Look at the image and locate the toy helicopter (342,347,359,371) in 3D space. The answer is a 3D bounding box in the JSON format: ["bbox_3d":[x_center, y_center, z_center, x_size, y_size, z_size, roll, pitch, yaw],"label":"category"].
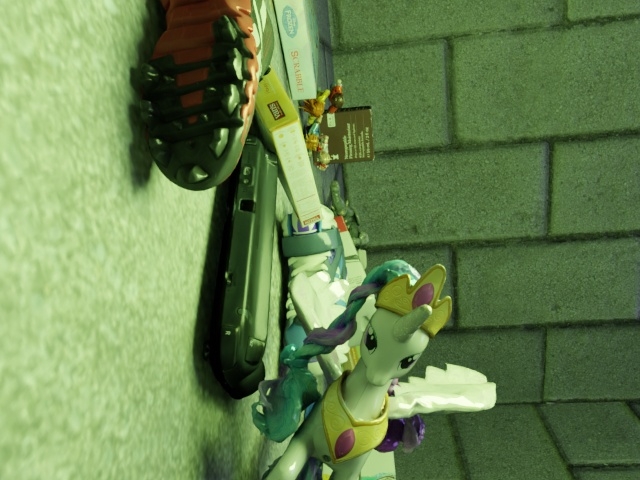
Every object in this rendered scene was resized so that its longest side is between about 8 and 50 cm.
[{"bbox_3d":[0.066,0.284,1.361,0.235,0.140,0.355,25,46,-57],"label":"toy helicopter"}]

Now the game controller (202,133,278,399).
[{"bbox_3d":[-0.092,0.025,0.585,0.166,0.067,0.319,103,-10,-57],"label":"game controller"}]

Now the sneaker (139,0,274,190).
[{"bbox_3d":[-0.094,-0.163,0.435,0.135,0.098,0.276,61,24,-70],"label":"sneaker"}]

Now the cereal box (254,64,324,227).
[{"bbox_3d":[-0.059,-0.151,0.726,0.240,0.047,0.173,74,-8,-60],"label":"cereal box"}]

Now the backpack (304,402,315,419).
[{"bbox_3d":[0.014,0.417,1.050,0.120,0.101,0.098,40,30,-33],"label":"backpack"}]

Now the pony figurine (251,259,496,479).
[{"bbox_3d":[0.042,0.189,0.538,0.363,0.303,0.351,-63,170,2],"label":"pony figurine"}]

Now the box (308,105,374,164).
[{"bbox_3d":[0.076,-0.355,1.580,0.167,0.203,0.168,-76,161,-69],"label":"box"}]

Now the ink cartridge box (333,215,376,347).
[{"bbox_3d":[0.048,0.106,1.177,0.197,0.114,0.273,79,-6,-46],"label":"ink cartridge box"}]

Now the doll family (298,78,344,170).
[{"bbox_3d":[-0.012,-0.326,1.321,0.163,0.118,0.263,-95,-164,-59],"label":"doll family"}]

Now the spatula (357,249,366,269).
[{"bbox_3d":[0.107,0.029,1.903,0.019,0.168,0.242,23,51,-41],"label":"spatula"}]

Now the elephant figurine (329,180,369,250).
[{"bbox_3d":[0.088,-0.079,1.765,0.186,0.169,0.239,-33,-116,51],"label":"elephant figurine"}]

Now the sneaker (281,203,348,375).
[{"bbox_3d":[-0.027,0.056,0.868,0.322,0.130,0.236,-76,151,-56],"label":"sneaker"}]

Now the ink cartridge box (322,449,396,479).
[{"bbox_3d":[0.106,0.704,1.223,0.270,0.197,0.198,-77,162,-68],"label":"ink cartridge box"}]

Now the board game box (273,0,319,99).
[{"bbox_3d":[-0.056,-0.571,1.155,0.318,0.066,0.318,79,9,-47],"label":"board game box"}]

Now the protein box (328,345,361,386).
[{"bbox_3d":[0.128,0.420,1.566,0.136,0.201,0.199,-35,121,-82],"label":"protein box"}]
